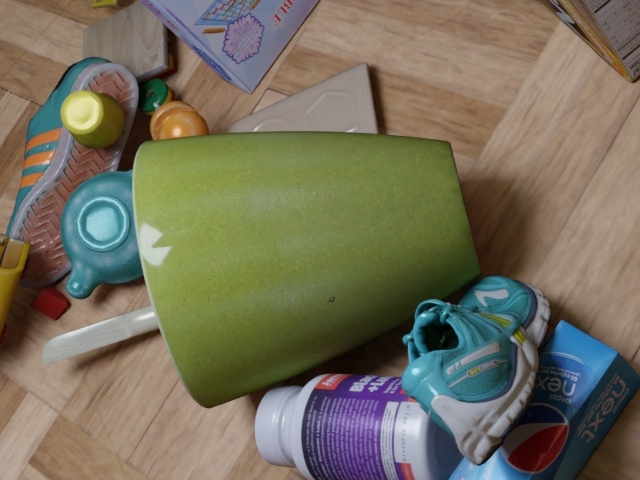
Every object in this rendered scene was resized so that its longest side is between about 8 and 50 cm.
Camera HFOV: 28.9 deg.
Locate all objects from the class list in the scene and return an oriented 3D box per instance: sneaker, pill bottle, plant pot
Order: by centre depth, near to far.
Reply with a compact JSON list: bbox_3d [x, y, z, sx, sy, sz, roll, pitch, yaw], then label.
[{"bbox_3d":[0.133,0.086,1.092,0.107,0.110,0.275,-53,2,21],"label":"sneaker"},{"bbox_3d":[0.039,0.181,1.172,0.194,0.108,0.108,-1,63,33],"label":"pill bottle"},{"bbox_3d":[0.000,0.000,1.227,0.294,0.274,0.274,-14,55,7],"label":"plant pot"},{"bbox_3d":[-0.326,-0.088,1.576,0.121,0.108,0.302,23,90,55],"label":"sneaker"}]

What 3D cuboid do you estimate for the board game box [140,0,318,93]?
[{"bbox_3d":[-0.094,-0.388,1.458,0.066,0.318,0.318,32,83,42],"label":"board game box"}]

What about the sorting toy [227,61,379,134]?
[{"bbox_3d":[-0.017,-0.092,1.424,0.193,0.038,0.208,-22,49,22],"label":"sorting toy"}]

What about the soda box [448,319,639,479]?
[{"bbox_3d":[0.190,0.181,1.095,0.067,0.071,0.210,31,83,42],"label":"soda box"}]

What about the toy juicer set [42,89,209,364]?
[{"bbox_3d":[-0.208,-0.013,1.459,0.209,0.089,0.328,2,85,8],"label":"toy juicer set"}]

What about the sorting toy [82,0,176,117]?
[{"bbox_3d":[-0.253,-0.255,1.667,0.132,0.046,0.274,-22,54,22],"label":"sorting toy"}]

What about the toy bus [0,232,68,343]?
[{"bbox_3d":[-0.419,0.082,1.481,0.191,0.202,0.104,-23,27,8],"label":"toy bus"}]

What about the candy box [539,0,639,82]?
[{"bbox_3d":[0.225,-0.306,1.195,0.087,0.316,0.183,-41,49,8],"label":"candy box"}]
